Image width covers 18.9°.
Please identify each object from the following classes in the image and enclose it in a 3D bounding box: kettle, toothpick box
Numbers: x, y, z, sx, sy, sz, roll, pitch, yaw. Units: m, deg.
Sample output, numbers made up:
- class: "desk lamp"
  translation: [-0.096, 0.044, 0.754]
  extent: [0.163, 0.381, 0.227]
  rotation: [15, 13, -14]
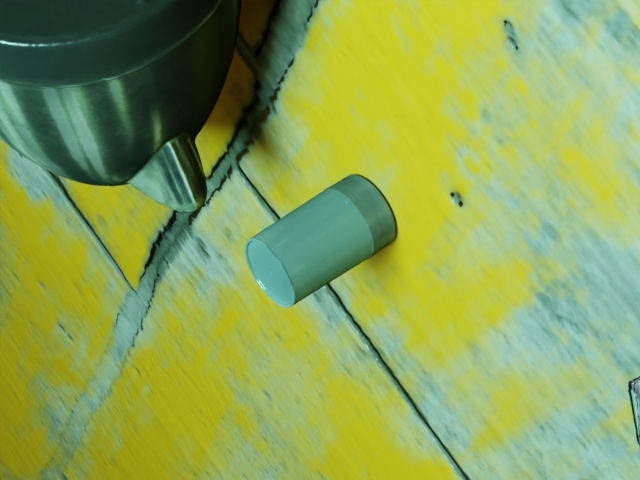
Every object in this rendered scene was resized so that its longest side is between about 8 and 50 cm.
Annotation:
- class: "kettle"
  translation: [-0.161, -0.138, 1.193]
  extent: [0.251, 0.207, 0.271]
  rotation: [17, 155, 13]
- class: "toothpick box"
  translation: [0.000, 0.000, 1.200]
  extent: [0.052, 0.083, 0.052]
  rotation: [42, 151, 30]

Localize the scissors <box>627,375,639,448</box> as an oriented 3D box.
- class: "scissors"
  translation: [0.202, 0.155, 1.086]
  extent: [0.133, 0.020, 0.187]
  rotation: [39, 151, 43]
